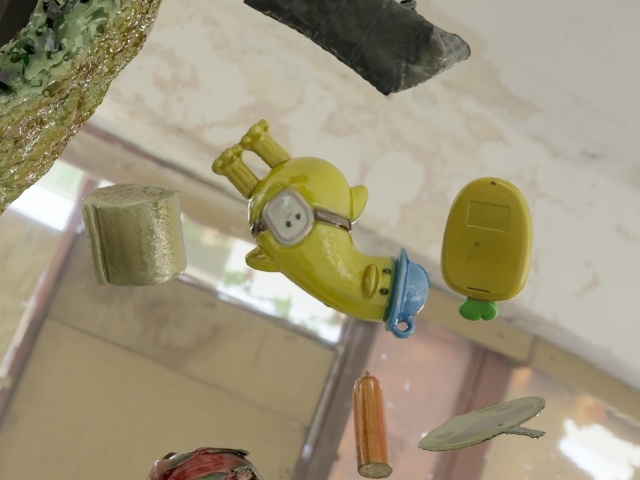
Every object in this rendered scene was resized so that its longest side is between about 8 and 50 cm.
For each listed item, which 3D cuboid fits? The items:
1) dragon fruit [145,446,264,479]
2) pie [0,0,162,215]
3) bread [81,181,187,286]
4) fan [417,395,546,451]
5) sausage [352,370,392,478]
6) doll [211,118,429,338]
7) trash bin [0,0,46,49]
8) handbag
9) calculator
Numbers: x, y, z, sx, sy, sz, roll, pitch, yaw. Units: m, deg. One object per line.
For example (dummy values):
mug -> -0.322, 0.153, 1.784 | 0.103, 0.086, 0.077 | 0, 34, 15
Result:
dragon fruit -> -0.121, 0.273, 1.198 | 0.130, 0.142, 0.121 | 52, -24, 5
pie -> -0.255, -0.093, 0.916 | 0.078, 0.371, 0.296 | 37, -44, 0
bread -> -0.285, -0.012, 1.782 | 0.148, 0.141, 0.134 | 0, 23, 12
fan -> 0.289, 0.309, 1.933 | 0.229, 0.011, 0.335 | -21, 3, -19
sausage -> 0.044, 0.160, 1.022 | 0.031, 0.107, 0.031 | -3, -44, -2
doll -> 0.000, 0.000, 1.606 | 0.363, 0.199, 0.145 | 47, -9, 8
trash bin -> -0.325, -0.261, 1.226 | 0.203, 0.301, 0.252 | 36, 16, 27
handbag -> 0.034, -0.251, 1.214 | 0.270, 0.089, 0.175 | 33, 24, 1
calculator -> 0.262, 0.016, 1.834 | 0.146, 0.235, 0.032 | 9, 10, 22
